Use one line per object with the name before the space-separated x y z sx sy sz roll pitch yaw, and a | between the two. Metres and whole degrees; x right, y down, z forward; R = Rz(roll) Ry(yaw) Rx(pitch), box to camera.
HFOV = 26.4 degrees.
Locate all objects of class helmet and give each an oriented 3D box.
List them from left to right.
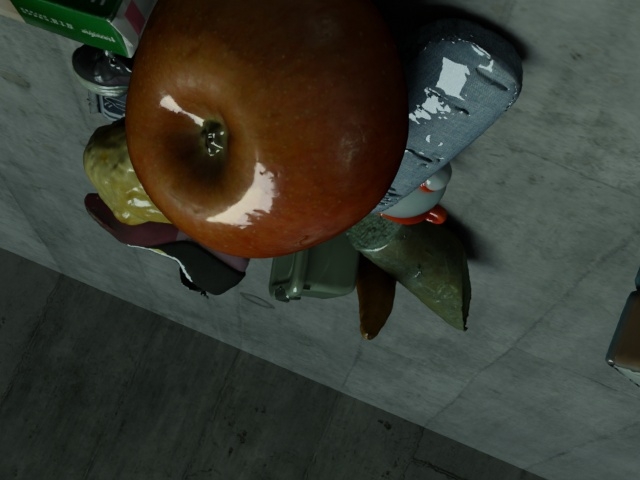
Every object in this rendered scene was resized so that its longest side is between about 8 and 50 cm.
helmet | -0.206 -0.031 2.024 0.253 0.154 0.198 43 -176 -4

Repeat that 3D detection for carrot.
carrot | 0.074 0.054 1.783 0.069 0.069 0.336 25 -161 -7

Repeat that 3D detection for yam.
yam | 0.137 0.025 1.758 0.106 0.106 0.259 10 160 44

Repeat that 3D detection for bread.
bread | -0.156 -0.088 1.573 0.244 0.134 0.244 -10 -174 1

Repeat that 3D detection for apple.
apple | -0.049 -0.115 1.177 0.251 0.206 0.272 46 130 22

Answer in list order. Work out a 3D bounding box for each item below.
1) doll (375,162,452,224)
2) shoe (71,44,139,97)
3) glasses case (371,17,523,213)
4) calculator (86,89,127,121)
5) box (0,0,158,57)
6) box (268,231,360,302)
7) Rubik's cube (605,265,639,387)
doll | 0.036 -0.116 1.423 0.200 0.105 0.336 4 149 49
shoe | -0.218 -0.209 1.543 0.169 0.071 0.099 13 161 22
glasses case | 0.079 -0.111 1.271 0.109 0.067 0.282 28 144 -17
calculator | -0.225 -0.176 1.758 0.166 0.028 0.274 27 164 -1
box | -0.234 -0.262 1.220 0.199 0.135 0.081 19 165 15
box | 0.000 0.000 1.781 0.093 0.172 0.124 12 172 -18
Rubik's cube | 0.423 0.064 1.180 0.221 0.224 0.231 10 162 48
